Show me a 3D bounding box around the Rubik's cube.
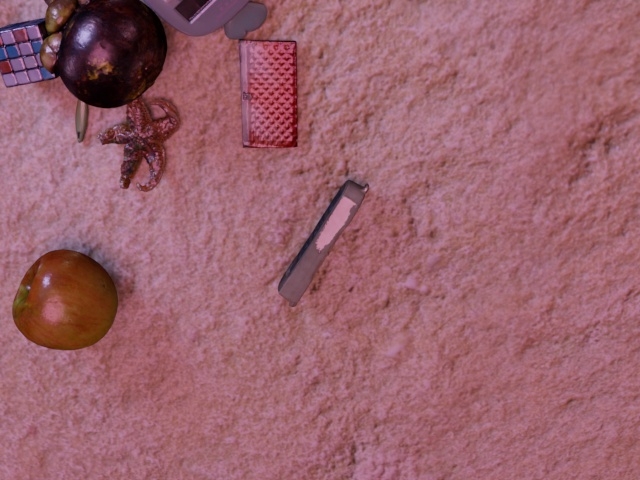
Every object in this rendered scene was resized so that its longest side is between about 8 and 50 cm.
[{"bbox_3d":[-0.490,-0.320,1.224,0.093,0.092,0.092,-9,116,4],"label":"Rubik's cube"}]

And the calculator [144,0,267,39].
[{"bbox_3d":[-0.200,-0.430,1.145,0.185,0.041,0.299,-41,137,13],"label":"calculator"}]

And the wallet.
[{"bbox_3d":[-0.092,-0.259,1.294,0.103,0.020,0.196,1,116,0],"label":"wallet"}]

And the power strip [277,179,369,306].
[{"bbox_3d":[0.003,0.001,1.388,0.048,0.080,0.285,30,112,-12],"label":"power strip"}]

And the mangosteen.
[{"bbox_3d":[-0.363,-0.325,1.174,0.217,0.192,0.192,37,111,-2],"label":"mangosteen"}]

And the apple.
[{"bbox_3d":[-0.486,0.119,1.390,0.196,0.196,0.195,0,116,0],"label":"apple"}]

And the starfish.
[{"bbox_3d":[-0.330,-0.194,1.321,0.150,0.053,0.209,-8,112,-10],"label":"starfish"}]

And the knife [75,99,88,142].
[{"bbox_3d":[-0.428,-0.273,1.293,0.030,0.014,0.207,10,114,-5],"label":"knife"}]
